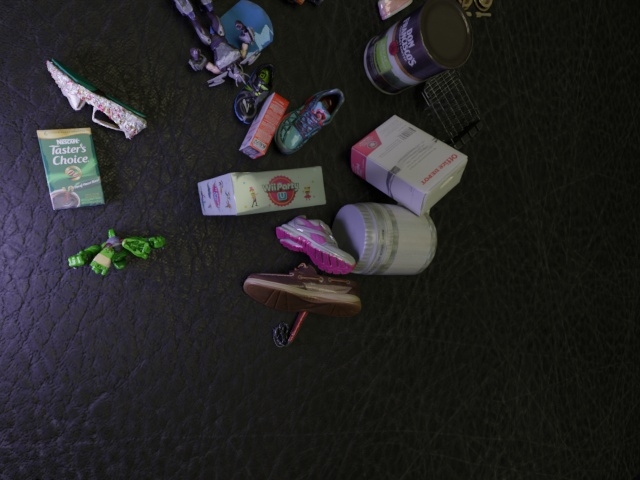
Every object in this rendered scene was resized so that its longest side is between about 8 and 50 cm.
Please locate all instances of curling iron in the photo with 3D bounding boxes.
[{"bbox_3d":[-0.054,0.199,1.305,0.068,0.035,0.274,41,73,-22],"label":"curling iron"}]

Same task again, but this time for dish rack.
[{"bbox_3d":[0.457,-0.461,1.533,0.208,0.074,0.271,-42,107,-27],"label":"dish rack"}]

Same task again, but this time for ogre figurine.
[{"bbox_3d":[-0.480,0.022,1.029,0.197,0.118,0.096,-36,111,-21],"label":"ogre figurine"}]

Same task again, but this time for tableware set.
[{"bbox_3d":[0.572,-0.900,1.604,0.194,0.039,0.128,-15,98,-27],"label":"tableware set"}]

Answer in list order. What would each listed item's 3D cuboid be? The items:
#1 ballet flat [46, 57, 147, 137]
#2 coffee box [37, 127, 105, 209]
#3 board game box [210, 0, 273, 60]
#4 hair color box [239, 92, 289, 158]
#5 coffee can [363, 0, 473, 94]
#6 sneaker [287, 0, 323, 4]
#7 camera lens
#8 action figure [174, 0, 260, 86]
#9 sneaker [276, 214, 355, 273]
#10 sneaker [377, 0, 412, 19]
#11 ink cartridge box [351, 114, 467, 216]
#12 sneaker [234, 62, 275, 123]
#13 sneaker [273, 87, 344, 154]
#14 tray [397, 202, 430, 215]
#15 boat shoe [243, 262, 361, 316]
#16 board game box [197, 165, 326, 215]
[{"bbox_3d":[-0.530,-0.323,1.016,0.241,0.091,0.077,32,99,-21],"label":"ballet flat"},{"bbox_3d":[-0.581,-0.167,1.013,0.113,0.040,0.184,-10,96,-27],"label":"coffee box"},{"bbox_3d":[-0.214,-0.567,1.195,0.169,0.033,0.133,-42,99,-1],"label":"board game box"},{"bbox_3d":[-0.157,-0.316,1.204,0.053,0.093,0.167,29,79,-25],"label":"hair color box"},{"bbox_3d":[0.292,-0.585,1.331,0.202,0.275,0.201,-1,91,-28],"label":"coffee can"},{"bbox_3d":[-0.098,-0.730,1.223,0.272,0.100,0.107,-10,101,-27],"label":"sneaker"},{"bbox_3d":[0.197,-0.003,1.329,0.275,0.219,0.219,3,90,-28],"label":"camera lens"},{"bbox_3d":[-0.278,-0.532,1.127,0.185,0.099,0.285,-35,102,-12],"label":"action figure"},{"bbox_3d":[0.000,0.000,1.241,0.252,0.103,0.111,32,61,16],"label":"sneaker"},{"bbox_3d":[0.243,-0.788,1.426,0.134,0.051,0.070,-38,113,-18],"label":"sneaker"},{"bbox_3d":[0.265,-0.232,1.324,0.207,0.283,0.117,-39,152,-22],"label":"ink cartridge box"},{"bbox_3d":[-0.179,-0.413,1.198,0.067,0.078,0.188,28,79,-25],"label":"sneaker"},{"bbox_3d":[-0.031,-0.357,1.251,0.104,0.125,0.261,46,71,-21],"label":"sneaker"},{"bbox_3d":[0.352,-0.208,1.513,0.145,0.030,0.270,15,85,-28],"label":"tray"},{"bbox_3d":[-0.047,0.131,1.259,0.342,0.123,0.123,10,54,-8],"label":"boat shoe"},{"bbox_3d":[-0.159,-0.119,1.089,0.224,0.303,0.097,-9,96,-27],"label":"board game box"}]
